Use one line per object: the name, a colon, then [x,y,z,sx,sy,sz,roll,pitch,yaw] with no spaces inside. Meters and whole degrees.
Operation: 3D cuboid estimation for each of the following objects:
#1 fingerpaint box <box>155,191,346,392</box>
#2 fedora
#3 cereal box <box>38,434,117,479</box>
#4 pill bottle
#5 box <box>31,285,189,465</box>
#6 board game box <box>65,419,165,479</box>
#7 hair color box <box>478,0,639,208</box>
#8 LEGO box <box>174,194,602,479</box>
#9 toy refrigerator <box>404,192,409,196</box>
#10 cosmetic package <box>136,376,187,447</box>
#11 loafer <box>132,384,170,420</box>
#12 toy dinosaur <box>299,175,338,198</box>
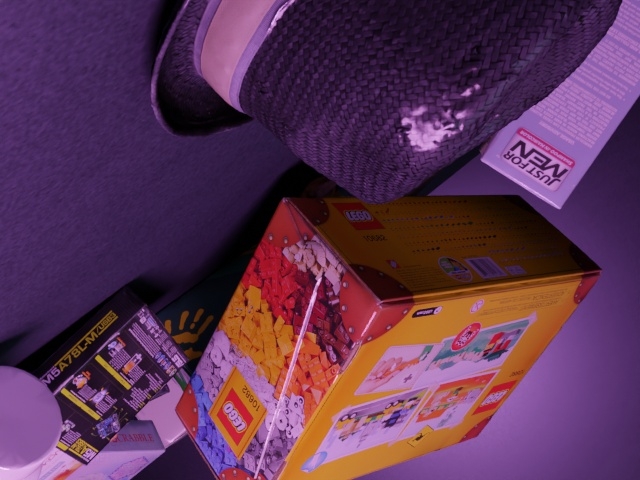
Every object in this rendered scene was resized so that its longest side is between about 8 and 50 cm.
fingerpaint box: [-0.039,0.194,1.442,0.371,0.163,0.445,-37,142,-18]
fedora: [0.059,-0.126,0.515,0.334,0.152,0.334,-38,174,-5]
cereal box: [-0.390,0.277,1.079,0.173,0.047,0.240,-40,158,9]
pill bottle: [-0.346,0.219,0.835,0.229,0.131,0.131,-42,173,35]
box: [-0.253,0.164,1.013,0.184,0.045,0.191,-44,155,-13]
board game box: [-0.457,0.392,1.348,0.318,0.066,0.318,-40,154,15]
hair color box: [0.337,-0.230,1.025,0.375,0.113,0.185,-57,177,13]
LEGO box: [0.107,0.137,1.204,0.500,0.193,0.373,-3,132,-45]
toy refrigerator: [0.123,-0.132,1.138,0.094,0.102,0.269,-35,174,-28]
cosmetic package: [-0.344,0.374,1.964,0.113,0.160,0.309,-37,173,-8]
loafer: [-0.405,0.342,1.730,0.223,0.078,0.076,-38,174,-7]
toy dinosaur: [0.001,-0.068,1.186,0.112,0.064,0.211,-54,-174,-6]
